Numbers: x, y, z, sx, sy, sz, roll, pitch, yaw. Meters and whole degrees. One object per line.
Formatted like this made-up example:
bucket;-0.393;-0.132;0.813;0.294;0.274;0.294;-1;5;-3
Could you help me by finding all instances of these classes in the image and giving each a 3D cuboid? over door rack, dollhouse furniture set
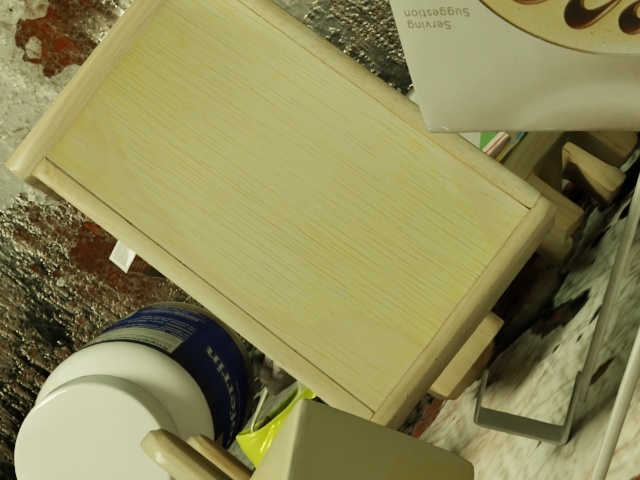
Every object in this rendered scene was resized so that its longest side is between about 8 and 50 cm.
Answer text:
over door rack;0.167;0.028;0.683;0.239;0.108;0.324;-60;-5;-65
dollhouse furniture set;0.000;0.000;0.964;0.362;0.256;0.394;-52;-11;-3

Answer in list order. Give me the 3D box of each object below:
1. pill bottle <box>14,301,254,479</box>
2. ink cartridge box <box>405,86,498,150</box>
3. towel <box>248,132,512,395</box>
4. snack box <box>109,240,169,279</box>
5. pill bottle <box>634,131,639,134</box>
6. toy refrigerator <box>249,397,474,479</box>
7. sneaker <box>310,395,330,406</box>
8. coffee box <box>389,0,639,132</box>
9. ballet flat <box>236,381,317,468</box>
pill bottle;-0.152;0.148;1.225;0.153;0.153;0.264;-51;-1;13
ink cartridge box;0.100;-0.040;1.549;0.212;0.154;0.093;-52;5;-11
towel;0.070;0.017;1.324;0.317;0.053;0.332;-36;-7;-11
snack box;-0.070;0.000;1.030;0.178;0.022;0.064;11;-71;-55
pill bottle;0.239;-0.108;1.242;0.065;0.065;0.116;-52;4;-9
toy refrigerator;-0.001;0.201;0.561;0.269;0.094;0.102;-78;13;-51
sneaker;0.038;0.148;1.357;0.077;0.072;0.178;-25;13;22
coffee box;0.167;-0.132;0.447;0.297;0.168;0.119;2;39;28
ballet flat;-0.009;0.153;1.619;0.231;0.077;0.077;-52;3;-7
